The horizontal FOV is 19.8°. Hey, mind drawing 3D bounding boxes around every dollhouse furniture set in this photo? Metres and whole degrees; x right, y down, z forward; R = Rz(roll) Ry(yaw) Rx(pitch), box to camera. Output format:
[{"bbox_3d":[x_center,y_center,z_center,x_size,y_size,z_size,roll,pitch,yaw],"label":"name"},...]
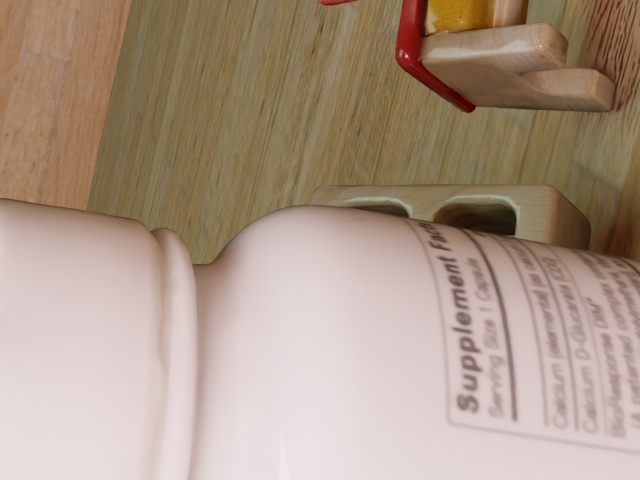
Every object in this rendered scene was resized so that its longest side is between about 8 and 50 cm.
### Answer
[{"bbox_3d":[0.000,0.000,0.727,0.152,0.201,0.374,0,74,31],"label":"dollhouse furniture set"}]

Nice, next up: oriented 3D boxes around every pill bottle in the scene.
[{"bbox_3d":[0.042,0.079,0.466,0.160,0.283,0.160,-170,90,-76],"label":"pill bottle"}]
